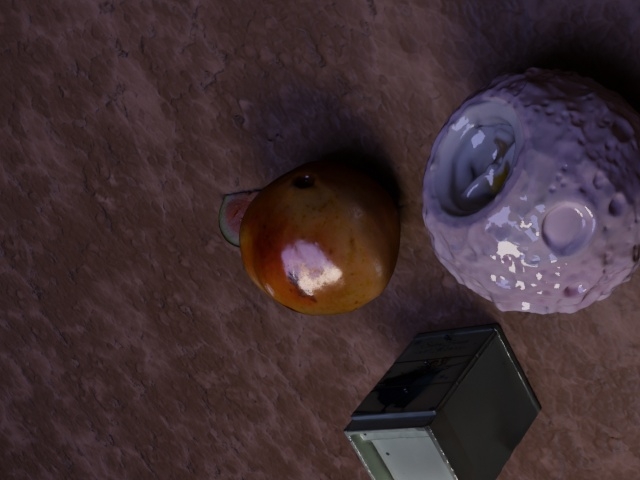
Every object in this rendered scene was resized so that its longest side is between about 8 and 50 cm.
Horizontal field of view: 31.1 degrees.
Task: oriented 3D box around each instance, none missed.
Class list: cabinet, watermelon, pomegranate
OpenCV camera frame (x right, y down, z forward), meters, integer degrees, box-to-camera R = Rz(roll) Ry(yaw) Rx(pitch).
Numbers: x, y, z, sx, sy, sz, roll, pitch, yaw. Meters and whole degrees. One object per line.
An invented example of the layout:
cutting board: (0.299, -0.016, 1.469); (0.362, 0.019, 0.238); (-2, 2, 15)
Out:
cabinet: (0.161, 0.232, 1.512); (0.145, 0.206, 0.150); (-12, 113, 43)
watermelon: (-0.073, -0.018, 1.631); (0.163, 0.087, 0.069); (2, 159, 40)
pomegranate: (0.000, -0.006, 1.473); (0.209, 0.209, 0.209); (21, 132, 25)

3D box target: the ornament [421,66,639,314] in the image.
ornament: (0.239, -0.046, 1.212); (0.225, 0.260, 0.259); (21, 150, -33)
